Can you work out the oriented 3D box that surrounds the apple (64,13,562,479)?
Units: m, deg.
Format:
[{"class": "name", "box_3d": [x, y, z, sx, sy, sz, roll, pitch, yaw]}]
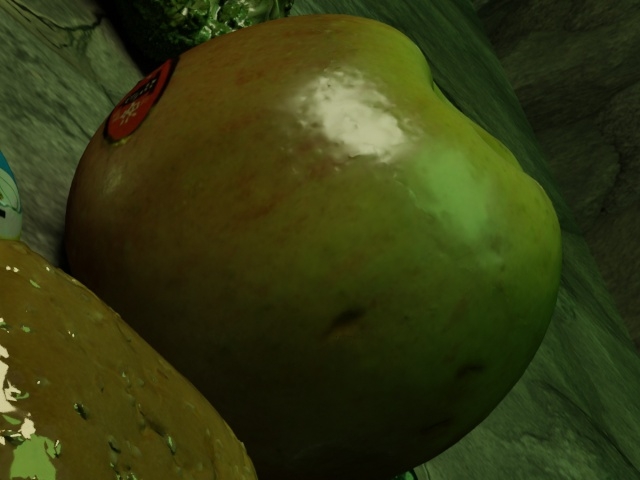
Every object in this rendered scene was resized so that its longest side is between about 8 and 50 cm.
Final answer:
[{"class": "apple", "box_3d": [0.000, 0.000, 1.354, 0.338, 0.305, 0.338, 48, 20, -23]}]

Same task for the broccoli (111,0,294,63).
[{"class": "broccoli", "box_3d": [-0.079, -0.309, 1.754, 0.304, 0.283, 0.321, 57, 31, -41]}]

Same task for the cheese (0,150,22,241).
[{"class": "cheese", "box_3d": [-0.249, -0.045, 1.147, 0.250, 0.064, 0.157, 32, 28, -60]}]

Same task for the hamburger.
[{"class": "hamburger", "box_3d": [-0.132, 0.140, 1.010, 0.283, 0.144, 0.259, 51, 14, -38]}]

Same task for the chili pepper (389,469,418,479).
[{"class": "chili pepper", "box_3d": [0.031, 0.182, 1.558, 0.182, 0.050, 0.073, 39, 31, -41]}]
